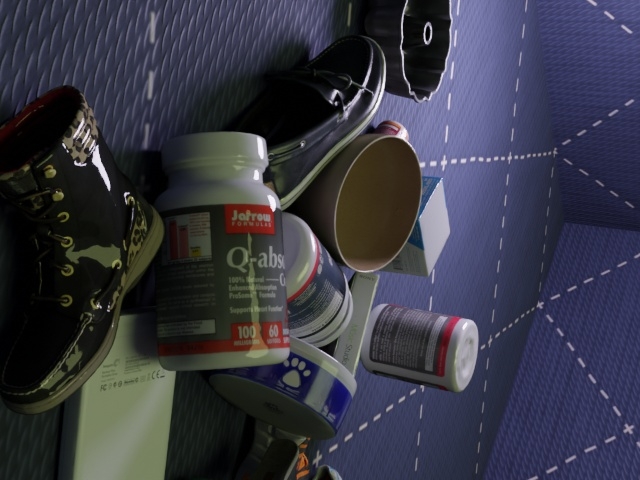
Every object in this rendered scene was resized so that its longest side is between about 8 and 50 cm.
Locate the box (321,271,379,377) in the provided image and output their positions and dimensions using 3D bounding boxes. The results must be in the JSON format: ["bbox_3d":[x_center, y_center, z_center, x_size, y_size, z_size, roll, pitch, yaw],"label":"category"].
[{"bbox_3d":[0.051,0.209,1.946,0.322,0.059,0.232,119,-13,-73],"label":"box"}]

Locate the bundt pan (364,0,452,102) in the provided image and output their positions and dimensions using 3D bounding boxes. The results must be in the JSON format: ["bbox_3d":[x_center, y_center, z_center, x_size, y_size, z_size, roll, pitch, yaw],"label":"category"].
[{"bbox_3d":[0.201,-0.496,2.113,0.331,0.124,0.330,-31,126,-57],"label":"bundt pan"}]

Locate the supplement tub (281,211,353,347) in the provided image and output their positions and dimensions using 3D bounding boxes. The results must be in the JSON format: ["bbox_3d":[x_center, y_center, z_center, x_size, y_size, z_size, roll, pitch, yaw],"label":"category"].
[{"bbox_3d":[-0.058,0.082,1.709,0.272,0.191,0.191,53,52,-55],"label":"supplement tub"}]

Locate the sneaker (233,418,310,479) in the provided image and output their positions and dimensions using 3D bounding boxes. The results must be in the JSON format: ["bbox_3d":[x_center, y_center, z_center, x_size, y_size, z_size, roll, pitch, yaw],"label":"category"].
[{"bbox_3d":[-0.069,0.419,1.872,0.321,0.125,0.180,-61,158,0],"label":"sneaker"}]

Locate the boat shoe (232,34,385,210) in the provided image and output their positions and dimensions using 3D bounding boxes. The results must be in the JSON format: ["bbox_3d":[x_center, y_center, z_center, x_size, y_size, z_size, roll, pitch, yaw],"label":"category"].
[{"bbox_3d":[-0.019,-0.261,1.698,0.500,0.187,0.156,-53,148,-34],"label":"boat shoe"}]

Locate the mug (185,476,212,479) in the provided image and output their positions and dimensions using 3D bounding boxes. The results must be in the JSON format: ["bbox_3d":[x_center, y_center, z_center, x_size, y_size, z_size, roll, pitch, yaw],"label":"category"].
[{"bbox_3d":[-0.228,0.513,1.615,0.129,0.097,0.157,30,72,-62],"label":"mug"}]

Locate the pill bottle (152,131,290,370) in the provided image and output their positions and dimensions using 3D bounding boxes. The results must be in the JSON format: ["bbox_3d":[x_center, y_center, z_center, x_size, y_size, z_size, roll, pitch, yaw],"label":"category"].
[{"bbox_3d":[-0.163,0.021,1.422,0.210,0.210,0.362,8,77,-63],"label":"pill bottle"}]

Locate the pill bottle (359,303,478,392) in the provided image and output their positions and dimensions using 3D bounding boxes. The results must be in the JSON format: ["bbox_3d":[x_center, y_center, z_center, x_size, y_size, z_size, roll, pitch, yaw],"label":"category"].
[{"bbox_3d":[0.203,0.248,2.127,0.176,0.319,0.176,-31,125,-57],"label":"pill bottle"}]

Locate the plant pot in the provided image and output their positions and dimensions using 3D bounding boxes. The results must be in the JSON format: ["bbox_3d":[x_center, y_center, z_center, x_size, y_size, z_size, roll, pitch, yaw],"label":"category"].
[{"bbox_3d":[0.051,-0.095,1.834,0.284,0.191,0.284,-23,122,-43],"label":"plant pot"}]

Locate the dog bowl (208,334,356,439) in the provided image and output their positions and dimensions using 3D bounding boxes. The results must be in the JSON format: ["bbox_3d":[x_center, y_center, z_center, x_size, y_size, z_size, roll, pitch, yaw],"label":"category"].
[{"bbox_3d":[-0.071,0.269,1.660,0.104,0.265,0.265,-65,149,-25],"label":"dog bowl"}]

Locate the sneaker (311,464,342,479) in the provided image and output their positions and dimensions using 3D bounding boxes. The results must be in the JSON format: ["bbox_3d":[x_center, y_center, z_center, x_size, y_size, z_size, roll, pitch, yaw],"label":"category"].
[{"bbox_3d":[-0.014,0.644,2.099,0.092,0.088,0.228,63,36,-39],"label":"sneaker"}]

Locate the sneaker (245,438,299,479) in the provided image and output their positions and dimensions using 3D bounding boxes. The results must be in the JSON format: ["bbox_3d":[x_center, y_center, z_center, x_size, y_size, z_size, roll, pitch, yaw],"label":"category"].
[{"bbox_3d":[-0.096,0.490,1.666,0.222,0.083,0.118,-48,140,-48],"label":"sneaker"}]

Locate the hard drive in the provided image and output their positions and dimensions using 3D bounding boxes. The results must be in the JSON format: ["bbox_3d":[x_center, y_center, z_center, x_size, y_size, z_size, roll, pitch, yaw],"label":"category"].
[{"bbox_3d":[-0.321,0.286,1.421,0.233,0.047,0.352,-1,98,-63],"label":"hard drive"}]

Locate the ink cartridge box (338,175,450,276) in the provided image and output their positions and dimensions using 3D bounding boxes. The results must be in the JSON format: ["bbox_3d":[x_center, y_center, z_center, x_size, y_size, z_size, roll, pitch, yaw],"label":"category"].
[{"bbox_3d":[0.156,-0.043,2.045,0.168,0.233,0.171,-58,145,-42],"label":"ink cartridge box"}]

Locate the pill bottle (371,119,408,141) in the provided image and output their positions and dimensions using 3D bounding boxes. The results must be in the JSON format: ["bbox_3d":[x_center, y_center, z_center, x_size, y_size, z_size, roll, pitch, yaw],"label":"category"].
[{"bbox_3d":[0.147,-0.217,2.135,0.152,0.086,0.086,-55,143,-41],"label":"pill bottle"}]

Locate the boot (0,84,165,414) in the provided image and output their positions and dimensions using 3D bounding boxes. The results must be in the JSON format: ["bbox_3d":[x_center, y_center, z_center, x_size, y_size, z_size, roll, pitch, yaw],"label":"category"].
[{"bbox_3d":[-0.354,0.006,1.168,0.284,0.138,0.377,72,33,-43],"label":"boot"}]
